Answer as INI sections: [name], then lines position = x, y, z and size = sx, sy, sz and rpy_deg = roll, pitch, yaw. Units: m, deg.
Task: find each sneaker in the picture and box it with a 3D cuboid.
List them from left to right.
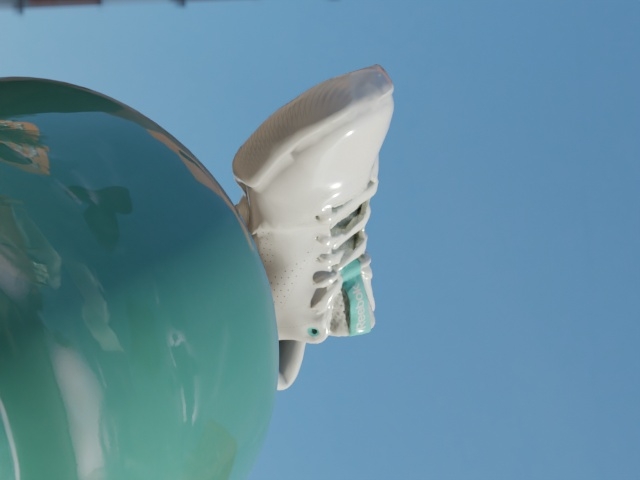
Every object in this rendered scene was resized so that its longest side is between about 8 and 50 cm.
[sneaker]
position = 0.000, 0.000, 0.853
size = 0.094, 0.080, 0.212
rpy_deg = 55, -32, 15

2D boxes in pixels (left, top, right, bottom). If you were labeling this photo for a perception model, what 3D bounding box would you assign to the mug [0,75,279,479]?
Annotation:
[mug]
position = -0.084, 0.047, 0.395
size = 0.097, 0.129, 0.157
rpy_deg = -37, 131, -71
